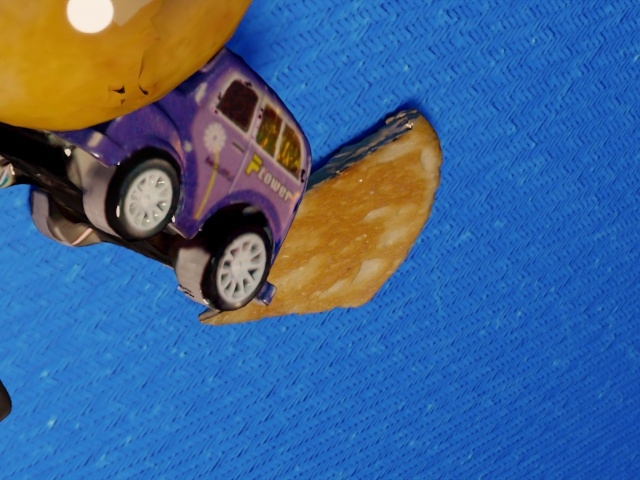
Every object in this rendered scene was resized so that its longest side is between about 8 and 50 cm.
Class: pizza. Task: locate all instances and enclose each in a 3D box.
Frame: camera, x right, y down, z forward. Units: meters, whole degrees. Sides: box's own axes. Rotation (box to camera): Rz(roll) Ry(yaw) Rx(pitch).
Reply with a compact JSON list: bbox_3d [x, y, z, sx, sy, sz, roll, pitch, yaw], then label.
[{"bbox_3d":[0.000,0.000,1.331,0.262,0.034,0.181,-28,138,-28],"label":"pizza"}]

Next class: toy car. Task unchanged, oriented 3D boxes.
[{"bbox_3d":[-0.117,-0.066,1.056,0.158,0.172,0.235,-62,143,-11],"label":"toy car"}]

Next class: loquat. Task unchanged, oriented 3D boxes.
[{"bbox_3d":[-0.140,-0.180,0.858,0.235,0.235,0.235,-28,139,-28],"label":"loquat"}]

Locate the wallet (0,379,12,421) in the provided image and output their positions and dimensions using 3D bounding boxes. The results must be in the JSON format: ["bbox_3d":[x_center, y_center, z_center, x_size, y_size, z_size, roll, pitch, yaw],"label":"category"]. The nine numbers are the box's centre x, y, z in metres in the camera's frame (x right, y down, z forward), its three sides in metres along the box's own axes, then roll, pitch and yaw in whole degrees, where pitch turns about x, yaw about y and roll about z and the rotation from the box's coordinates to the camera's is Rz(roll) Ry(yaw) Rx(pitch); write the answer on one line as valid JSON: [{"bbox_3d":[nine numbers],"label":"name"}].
[{"bbox_3d":[-0.309,0.004,0.869,0.170,0.044,0.321,-30,109,-21],"label":"wallet"}]
